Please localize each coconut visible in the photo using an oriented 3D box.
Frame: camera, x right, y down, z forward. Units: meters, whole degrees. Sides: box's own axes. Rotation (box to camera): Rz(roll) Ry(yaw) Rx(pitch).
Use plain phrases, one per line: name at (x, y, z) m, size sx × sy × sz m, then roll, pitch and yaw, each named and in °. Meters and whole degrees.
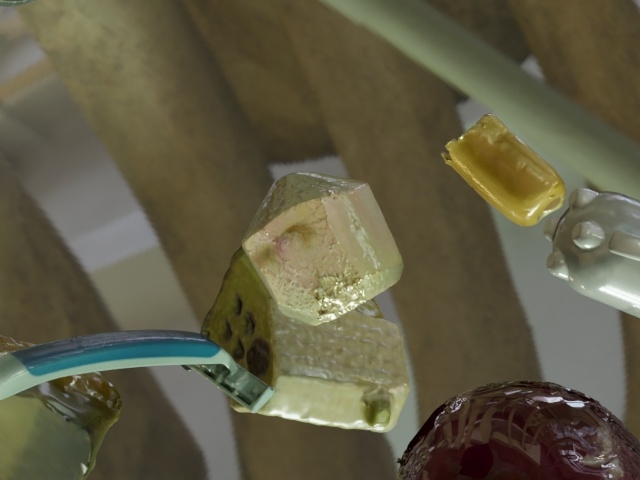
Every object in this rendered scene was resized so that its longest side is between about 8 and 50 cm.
coconut at (0.000, 0.000, 1.211) m, size 0.116 × 0.122 × 0.116 m, roll -29°, pitch 180°, yaw 0°

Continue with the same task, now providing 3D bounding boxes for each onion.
onion at (0.187, 0.289, 1.316) m, size 0.260 × 0.282 × 0.336 m, roll 77°, pitch 29°, yaw -74°

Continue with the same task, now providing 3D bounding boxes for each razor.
razor at (-0.107, 0.067, 0.814) m, size 0.068 × 0.191 × 0.037 m, roll 30°, pitch -75°, yaw 36°

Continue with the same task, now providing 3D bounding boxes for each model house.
model house at (-0.010, 0.131, 1.766) m, size 0.234 × 0.193 × 0.174 m, roll 49°, pitch -59°, yaw 58°

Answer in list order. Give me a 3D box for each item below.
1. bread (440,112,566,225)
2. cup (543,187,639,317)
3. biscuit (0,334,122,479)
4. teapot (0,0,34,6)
bread at (0.257, -0.092, 2.059) m, size 0.085 × 0.173 × 0.134 m, roll -46°, pitch 170°, yaw -9°
cup at (0.350, 0.019, 1.749) m, size 0.134 × 0.142 × 0.173 m, roll -60°, pitch -160°, yaw 27°
biscuit at (-0.396, 0.273, 1.705) m, size 0.078 × 0.329 × 0.335 m, roll 19°, pitch -78°, yaw 64°
teapot at (-0.150, -0.144, 0.743) m, size 0.057 × 0.088 × 0.066 m, roll 165°, pitch -62°, yaw -67°
